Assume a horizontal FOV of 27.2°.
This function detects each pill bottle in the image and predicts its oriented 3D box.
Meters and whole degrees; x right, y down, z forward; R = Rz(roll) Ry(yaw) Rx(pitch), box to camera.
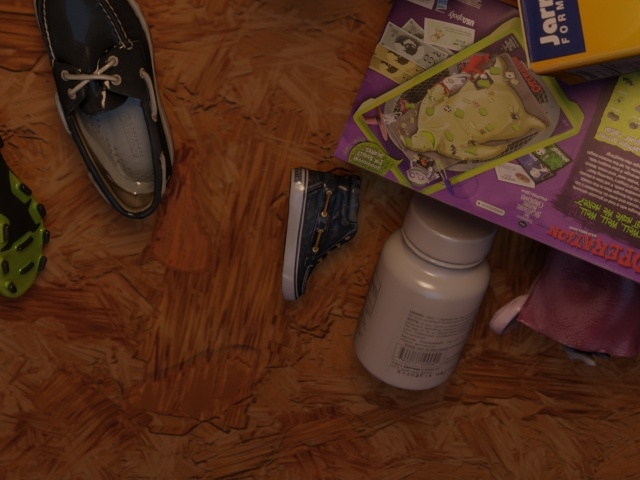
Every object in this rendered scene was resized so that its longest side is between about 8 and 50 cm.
[{"bbox_3d":[0.125,0.053,1.539,0.131,0.131,0.229,9,129,-8],"label":"pill bottle"}]

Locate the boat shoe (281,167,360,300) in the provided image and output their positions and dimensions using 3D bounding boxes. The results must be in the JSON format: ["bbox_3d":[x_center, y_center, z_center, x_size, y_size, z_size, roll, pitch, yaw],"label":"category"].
[{"bbox_3d":[0.000,0.000,1.537,0.083,0.065,0.183,5,128,-2],"label":"boat shoe"}]

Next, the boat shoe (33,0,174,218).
[{"bbox_3d":[-0.222,-0.158,1.391,0.114,0.091,0.302,-14,128,11],"label":"boat shoe"}]

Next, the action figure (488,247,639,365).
[{"bbox_3d":[0.331,-0.059,1.454,0.275,0.248,0.370,13,131,36],"label":"action figure"}]

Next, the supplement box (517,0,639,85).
[{"bbox_3d":[0.353,-0.264,1.132,0.356,0.194,0.195,-9,90,19],"label":"supplement box"}]

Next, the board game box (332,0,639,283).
[{"bbox_3d":[0.208,-0.114,1.313,0.346,0.056,0.208,24,94,13],"label":"board game box"}]

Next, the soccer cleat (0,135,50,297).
[{"bbox_3d":[-0.395,-0.054,1.497,0.121,0.093,0.289,15,140,28],"label":"soccer cleat"}]
